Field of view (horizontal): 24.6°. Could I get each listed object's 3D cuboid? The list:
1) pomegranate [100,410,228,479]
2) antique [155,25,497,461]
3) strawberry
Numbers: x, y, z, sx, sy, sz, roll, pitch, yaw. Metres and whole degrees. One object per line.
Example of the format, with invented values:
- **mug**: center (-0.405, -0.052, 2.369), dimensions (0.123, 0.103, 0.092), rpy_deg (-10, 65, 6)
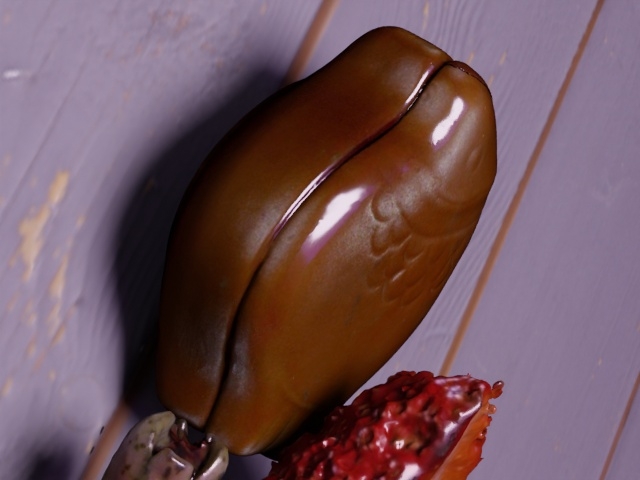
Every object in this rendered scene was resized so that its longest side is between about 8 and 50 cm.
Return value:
- **pomegranate**: center (-0.119, 0.208, 0.806), dimensions (0.210, 0.179, 0.179), rpy_deg (-42, 124, -30)
- **antique**: center (0.000, 0.000, 0.916), dimensions (0.278, 0.129, 0.223), rpy_deg (-59, 156, 7)
- **strawberry**: center (0.005, 0.156, 0.870), dimensions (0.174, 0.098, 0.228), rpy_deg (-21, 146, -43)
